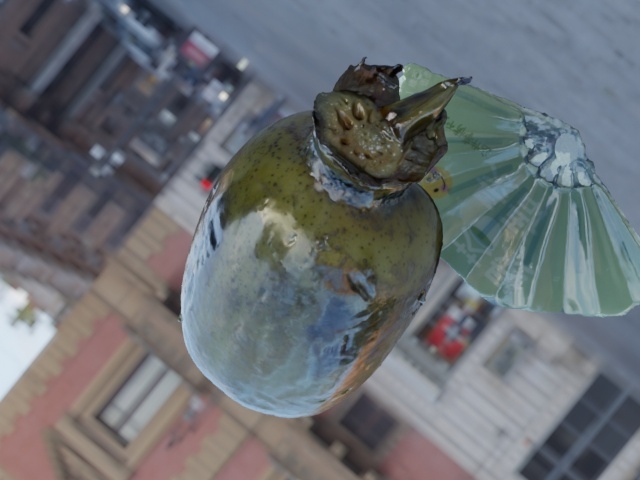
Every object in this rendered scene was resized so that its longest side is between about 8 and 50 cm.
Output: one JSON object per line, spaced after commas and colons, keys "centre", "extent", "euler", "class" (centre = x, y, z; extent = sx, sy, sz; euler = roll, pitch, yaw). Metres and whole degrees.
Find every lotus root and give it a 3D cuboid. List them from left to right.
{"centre": [-0.002, 0.000, 0.954], "extent": [0.154, 0.154, 0.278], "euler": [39, 139, 8], "class": "lotus root"}

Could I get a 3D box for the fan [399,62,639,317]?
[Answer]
{"centre": [0.135, -0.026, 1.111], "extent": [0.240, 0.131, 0.009], "euler": [41, -168, 2], "class": "fan"}
